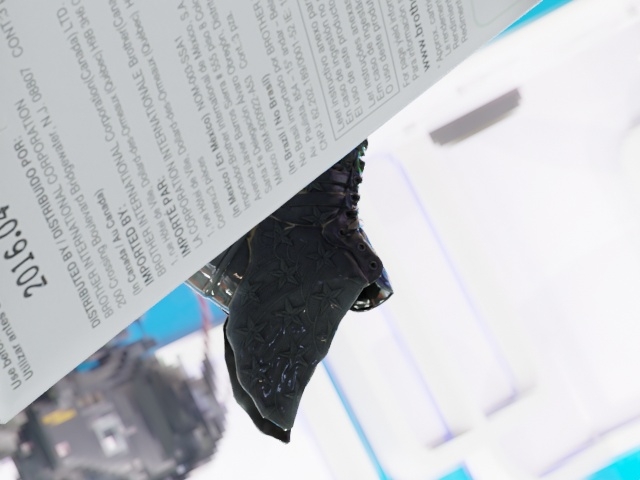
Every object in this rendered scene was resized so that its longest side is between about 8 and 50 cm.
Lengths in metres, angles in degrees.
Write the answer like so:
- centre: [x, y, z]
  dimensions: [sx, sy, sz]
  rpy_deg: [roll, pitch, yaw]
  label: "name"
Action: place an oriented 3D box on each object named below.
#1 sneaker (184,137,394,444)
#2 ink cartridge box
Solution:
- centre: [0.001, -0.001, 0.744]
  dimensions: [0.170, 0.089, 0.051]
  rpy_deg: [-51, 175, -22]
  label: "sneaker"
- centre: [-0.085, -0.134, 0.538]
  dimensions: [0.395, 0.151, 0.270]
  rpy_deg: [-40, 136, -26]
  label: "ink cartridge box"
